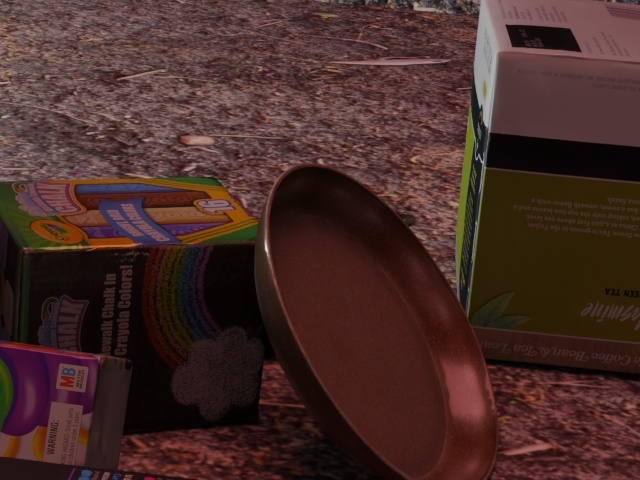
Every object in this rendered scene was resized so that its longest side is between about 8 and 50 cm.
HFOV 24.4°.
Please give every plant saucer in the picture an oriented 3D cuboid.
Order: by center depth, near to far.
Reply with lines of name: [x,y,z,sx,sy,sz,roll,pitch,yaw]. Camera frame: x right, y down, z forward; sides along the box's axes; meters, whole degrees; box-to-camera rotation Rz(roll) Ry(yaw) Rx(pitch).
plant saucer: [0.041,0.080,1.252,0.050,0.311,0.310,-31,4,25]

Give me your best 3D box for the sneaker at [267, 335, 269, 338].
sneaker: [-0.128,0.035,1.533,0.319,0.112,0.131,18,6,23]

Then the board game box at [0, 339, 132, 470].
board game box: [-0.287,0.134,1.046,0.275,0.142,0.144,7,-6,2]

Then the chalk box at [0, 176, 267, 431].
chalk box: [-0.207,0.054,1.304,0.289,0.180,0.179,-1,21,-23]

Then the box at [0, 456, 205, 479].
box: [-0.130,0.232,0.843,0.270,0.165,0.143,6,19,1]

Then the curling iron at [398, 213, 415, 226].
curling iron: [0.000,0.000,1.736,0.274,0.035,0.068,-9,29,-36]

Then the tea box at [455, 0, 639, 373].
tea box: [0.265,-0.072,1.584,0.220,0.324,0.329,6,20,2]
